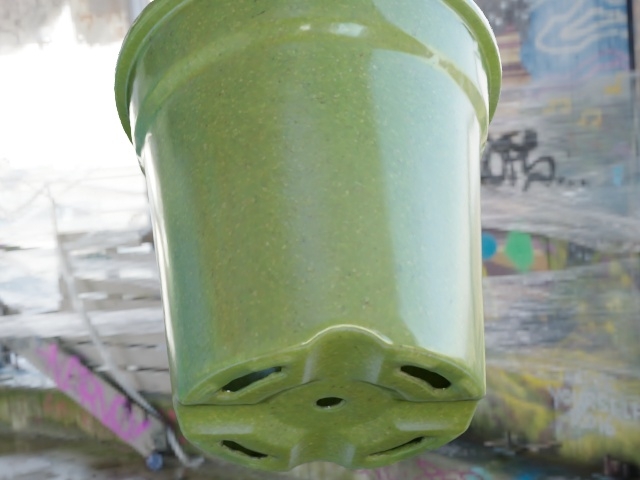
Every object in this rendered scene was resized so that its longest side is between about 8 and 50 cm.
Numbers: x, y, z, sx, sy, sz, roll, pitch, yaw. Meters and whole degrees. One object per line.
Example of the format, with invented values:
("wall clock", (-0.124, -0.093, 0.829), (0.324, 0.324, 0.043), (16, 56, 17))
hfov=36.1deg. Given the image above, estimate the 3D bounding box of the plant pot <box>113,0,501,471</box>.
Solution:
("plant pot", (0.000, 0.000, 0.632), (0.276, 0.254, 0.276), (-3, -34, -2))
